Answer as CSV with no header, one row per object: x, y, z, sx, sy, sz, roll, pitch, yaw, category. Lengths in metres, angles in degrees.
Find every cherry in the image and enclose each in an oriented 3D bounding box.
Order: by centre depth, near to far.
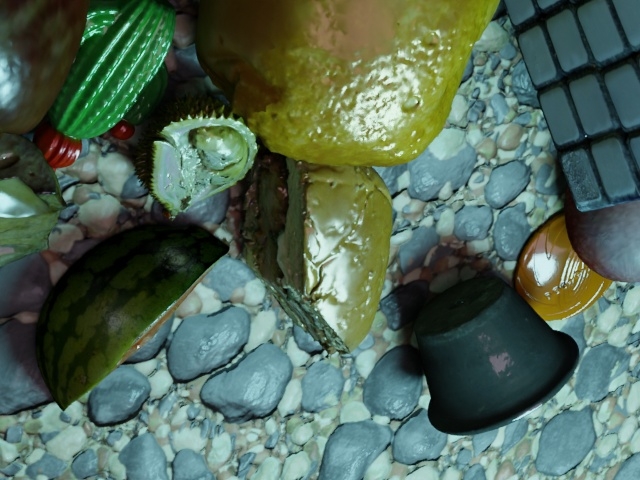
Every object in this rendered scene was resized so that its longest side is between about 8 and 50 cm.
0.450,-0.063,1.701,0.239,0.206,0.239,7,124,11,cherry

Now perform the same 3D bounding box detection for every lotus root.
-0.444,-0.049,1.315,0.314,0.142,0.210,-5,156,-30,lotus root

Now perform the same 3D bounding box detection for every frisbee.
0.377,0.042,1.840,0.192,0.035,0.192,-13,122,-22,frisbee

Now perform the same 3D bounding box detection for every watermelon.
-0.259,0.078,1.512,0.128,0.159,0.303,44,91,1,watermelon

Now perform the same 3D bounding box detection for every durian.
-0.151,-0.099,1.460,0.146,0.102,0.208,-4,142,-26,durian

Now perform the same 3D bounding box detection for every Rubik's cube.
0.457,-0.254,1.452,0.344,0.337,0.344,-21,91,-17,Rubik's cube

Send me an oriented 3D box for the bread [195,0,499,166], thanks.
0.060,-0.270,1.363,0.361,0.250,0.394,2,116,-28,bread

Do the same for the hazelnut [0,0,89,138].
-0.409,-0.263,1.062,0.402,0.402,0.429,-31,142,-8,hazelnut

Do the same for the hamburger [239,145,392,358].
0.000,0.000,1.555,0.282,0.155,0.245,36,90,-42,hamburger

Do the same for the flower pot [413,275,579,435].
0.223,0.145,1.729,0.235,0.235,0.148,-33,107,-6,flower pot

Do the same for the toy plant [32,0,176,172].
-0.237,-0.173,1.372,0.154,0.088,0.240,-14,136,-39,toy plant
